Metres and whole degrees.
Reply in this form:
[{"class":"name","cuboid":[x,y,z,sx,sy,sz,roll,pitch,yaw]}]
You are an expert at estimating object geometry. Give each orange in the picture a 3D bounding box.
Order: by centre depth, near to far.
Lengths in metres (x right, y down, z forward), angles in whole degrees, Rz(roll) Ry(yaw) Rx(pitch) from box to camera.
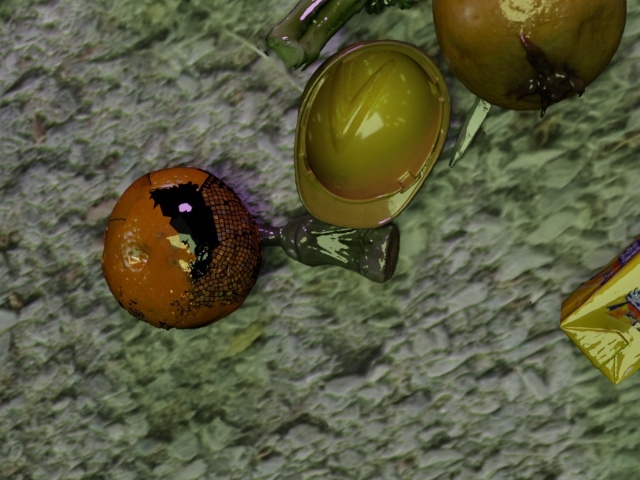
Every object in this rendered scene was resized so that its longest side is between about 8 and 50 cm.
[{"class":"orange","cuboid":[-0.197,0.012,1.384,0.234,0.182,0.234,9,105,35]}]

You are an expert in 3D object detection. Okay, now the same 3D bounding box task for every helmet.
[{"class":"helmet","cuboid":[0.051,-0.159,1.325,0.205,0.140,0.257,9,115,-20]}]

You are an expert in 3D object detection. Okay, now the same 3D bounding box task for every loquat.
[{"class":"loquat","cuboid":[0.248,-0.267,1.188,0.244,0.244,0.243,2,99,14]}]

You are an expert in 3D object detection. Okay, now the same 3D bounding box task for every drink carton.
[{"class":"drink carton","cuboid":[0.463,0.017,1.238,0.111,0.154,0.351,47,106,4]}]

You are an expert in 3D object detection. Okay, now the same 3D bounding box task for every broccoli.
[{"class":"broccoli","cuboid":[0.062,-0.321,1.241,0.199,0.274,0.177,1,141,28]}]

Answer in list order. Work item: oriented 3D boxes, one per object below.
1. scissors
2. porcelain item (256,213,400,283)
[{"class":"scissors","cuboid":[0.244,-0.230,1.325,0.109,0.022,0.300,29,105,11]},{"class":"porcelain item","cuboid":[0.000,0.000,1.404,0.216,0.069,0.081,10,105,17]}]
